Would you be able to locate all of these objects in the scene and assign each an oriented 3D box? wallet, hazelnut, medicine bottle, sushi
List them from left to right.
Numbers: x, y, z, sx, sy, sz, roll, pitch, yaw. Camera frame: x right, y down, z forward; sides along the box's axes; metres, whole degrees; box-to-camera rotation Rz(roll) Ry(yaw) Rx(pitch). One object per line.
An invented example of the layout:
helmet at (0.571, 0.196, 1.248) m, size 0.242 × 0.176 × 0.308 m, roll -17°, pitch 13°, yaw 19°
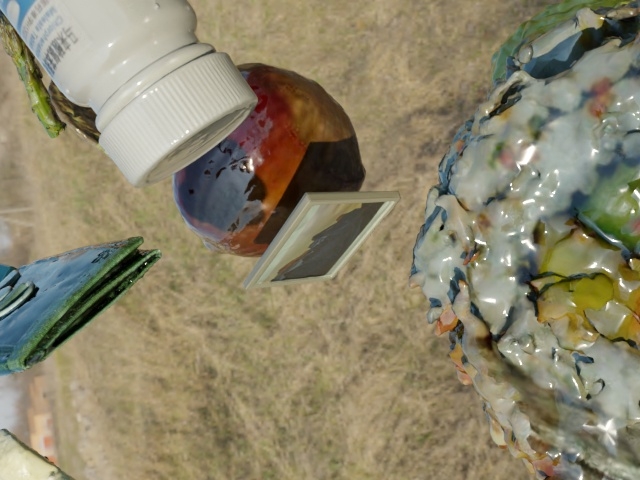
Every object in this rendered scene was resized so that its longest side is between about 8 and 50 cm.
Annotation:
wallet at (-0.261, 0.063, 0.739) m, size 0.236 × 0.160 × 0.055 m, roll -15°, pitch 117°, yaw 47°
medicine bottle at (-0.129, -0.129, 0.533) m, size 0.168 × 0.105 × 0.105 m, roll 53°, pitch 158°, yaw -1°
hazelnut at (-0.119, -0.152, 1.690) m, size 0.353 × 0.421 × 0.421 m, roll 49°, pitch 147°, yaw 23°
sushi at (0.271, 0.006, 0.643) m, size 0.176 × 0.417 × 0.417 m, roll -29°, pitch -66°, yaw -76°

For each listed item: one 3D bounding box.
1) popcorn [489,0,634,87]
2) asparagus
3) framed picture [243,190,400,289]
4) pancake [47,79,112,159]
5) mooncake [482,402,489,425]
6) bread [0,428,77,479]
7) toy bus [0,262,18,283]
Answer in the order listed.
popcorn at (0.359, -0.195, 1.149) m, size 0.312 × 0.312 × 0.312 m, roll 172°, pitch 90°, yaw -70°
asparagus at (-0.354, -0.203, 1.003) m, size 0.030 × 0.036 × 0.165 m, roll 3°, pitch 123°, yaw 31°
framed picture at (0.000, 0.001, 1.401) m, size 0.265 × 0.192 × 0.018 m, roll -53°, pitch 52°, yaw 45°
pancake at (-0.316, -0.179, 1.216) m, size 0.021 × 0.199 × 0.199 m, roll -44°, pitch 47°, yaw 21°
mooncake at (0.425, 0.303, 1.578) m, size 0.228 × 0.124 × 0.228 m, roll -24°, pitch 51°, yaw 33°
bread at (-0.194, 0.240, 0.700) m, size 0.182 × 0.039 × 0.251 m, roll 34°, pitch 157°, yaw 9°
toy bus at (-0.579, 0.077, 1.448) m, size 0.160 × 0.092 × 0.079 m, roll 10°, pitch 71°, yaw 37°
